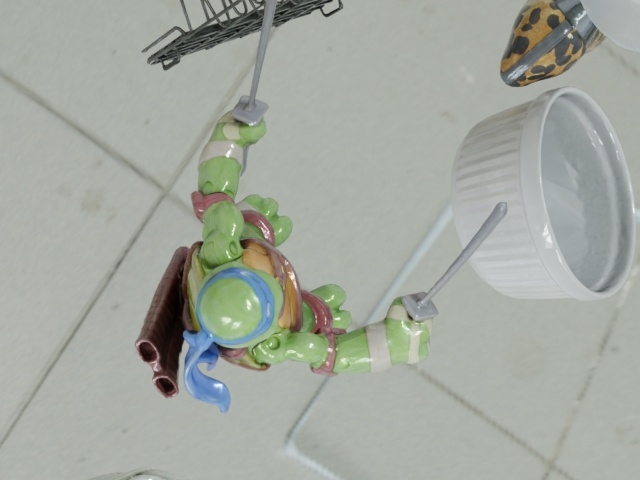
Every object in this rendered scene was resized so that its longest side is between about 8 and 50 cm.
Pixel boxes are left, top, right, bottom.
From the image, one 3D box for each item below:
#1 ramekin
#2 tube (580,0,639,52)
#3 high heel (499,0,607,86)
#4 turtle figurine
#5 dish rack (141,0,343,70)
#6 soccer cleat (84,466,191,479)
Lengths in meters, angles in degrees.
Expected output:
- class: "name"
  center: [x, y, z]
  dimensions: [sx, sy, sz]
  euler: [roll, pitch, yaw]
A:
- class: "ramekin"
  center: [0.215, -0.039, 1.371]
  dimensions: [0.207, 0.109, 0.207]
  euler: [18, 67, -51]
- class: "tube"
  center: [0.167, -0.130, 0.546]
  dimensions: [0.080, 0.052, 0.207]
  euler: [42, 43, 12]
- class: "high heel"
  center: [0.205, -0.191, 1.351]
  dimensions: [0.186, 0.261, 0.093]
  euler: [-41, 91, -14]
- class: "turtle figurine"
  center: [0.000, 0.000, 0.987]
  dimensions: [0.198, 0.266, 0.274]
  euler: [22, 87, -2]
- class: "dish rack"
  center: [-0.009, -0.210, 1.021]
  dimensions: [0.208, 0.271, 0.074]
  euler: [-24, 90, -40]
- class: "soccer cleat"
  center: [-0.175, 0.264, 1.368]
  dimensions: [0.116, 0.331, 0.143]
  euler: [-54, 126, -27]
